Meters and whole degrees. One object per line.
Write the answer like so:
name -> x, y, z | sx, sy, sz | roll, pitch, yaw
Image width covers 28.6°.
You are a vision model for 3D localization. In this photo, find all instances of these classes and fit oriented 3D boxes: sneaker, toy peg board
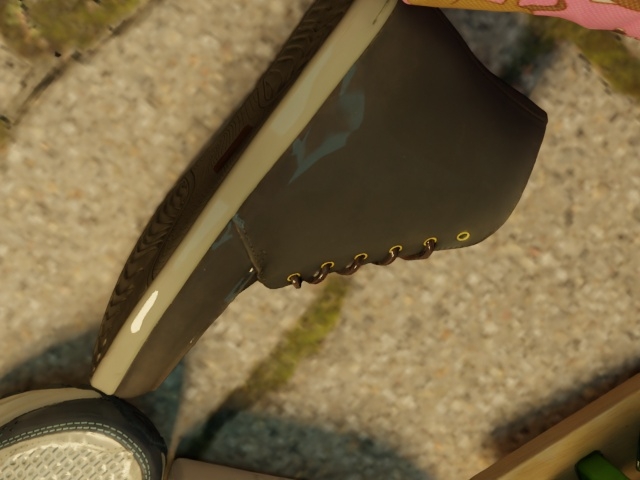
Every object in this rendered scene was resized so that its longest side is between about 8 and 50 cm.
sneaker -> 0.000, 0.000, 0.548 | 0.118, 0.083, 0.222 | 36, 98, -18
sneaker -> -0.177, 0.183, 0.558 | 0.283, 0.122, 0.110 | -42, 109, 5
toy peg board -> 0.181, 0.156, 0.618 | 0.161, 0.079, 0.160 | -30, 110, -7

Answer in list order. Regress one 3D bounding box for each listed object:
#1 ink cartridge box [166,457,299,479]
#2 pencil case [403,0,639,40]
ink cartridge box -> 0.010, 0.217, 0.638 | 0.225, 0.056, 0.181 | 14, 105, -11
pencil case -> 0.211, -0.154, 0.495 | 0.386, 0.160, 0.167 | 5, 63, -10
